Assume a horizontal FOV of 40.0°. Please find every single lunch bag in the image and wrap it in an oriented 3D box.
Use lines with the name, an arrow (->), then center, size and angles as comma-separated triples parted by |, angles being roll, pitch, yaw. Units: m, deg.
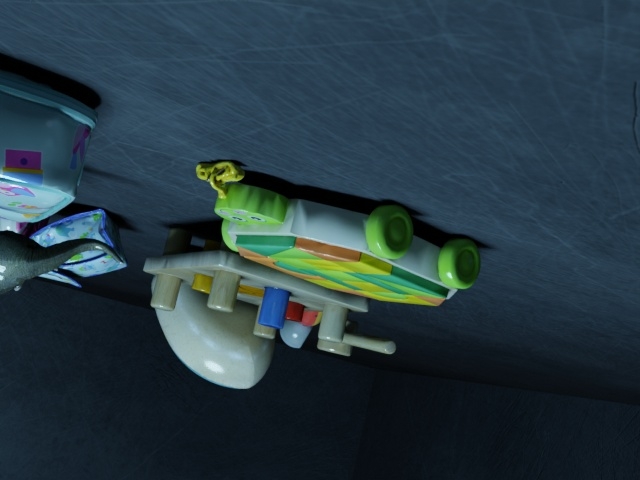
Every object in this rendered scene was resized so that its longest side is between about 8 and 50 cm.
lunch bag -> -0.329, -0.090, 0.812 | 0.224, 0.107, 0.279 | 12, 173, -25
lunch bag -> -0.390, 0.019, 1.373 | 0.151, 0.096, 0.129 | -14, 169, -6

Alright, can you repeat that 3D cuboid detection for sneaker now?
sneaker -> -0.507, -0.029, 1.414 | 0.111, 0.103, 0.252 | 16, 161, -7

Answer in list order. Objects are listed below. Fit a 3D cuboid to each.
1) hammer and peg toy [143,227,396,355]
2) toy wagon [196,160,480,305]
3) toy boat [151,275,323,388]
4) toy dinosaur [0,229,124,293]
hammer and peg toy -> -0.050, 0.076, 1.304 | 0.361, 0.127, 0.266 | 19, 166, -31
toy wagon -> 0.000, 0.000, 0.992 | 0.344, 0.068, 0.267 | 22, 166, -41
toy boat -> -0.128, 0.143, 1.513 | 0.318, 0.267, 0.148 | -3, 139, -34
toy dinosaur -> -0.396, 0.022, 1.025 | 0.314, 0.121, 0.160 | 17, -178, 4
